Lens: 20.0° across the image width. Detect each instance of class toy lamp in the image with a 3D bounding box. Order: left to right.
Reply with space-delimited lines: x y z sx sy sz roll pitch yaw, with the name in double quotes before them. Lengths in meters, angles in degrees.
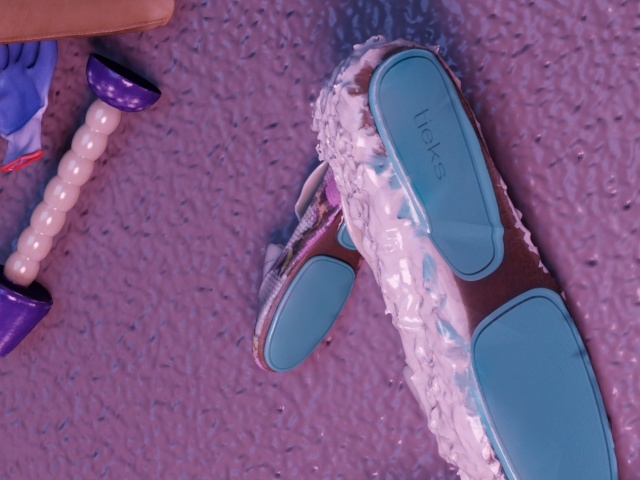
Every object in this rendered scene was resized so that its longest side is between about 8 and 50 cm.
"toy lamp" -0.231 -0.025 1.577 0.080 0.080 0.275 35 100 24

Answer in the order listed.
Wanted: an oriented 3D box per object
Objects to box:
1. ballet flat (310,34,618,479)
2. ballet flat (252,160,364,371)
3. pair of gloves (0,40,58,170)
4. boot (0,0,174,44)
"ballet flat" 0.102 0.043 1.375 0.147 0.147 0.409 -20 91 23
"ballet flat" 0.000 0.000 1.470 0.079 0.077 0.221 34 96 43
"pair of gloves" -0.303 -0.111 1.610 0.198 0.023 0.159 -25 56 34
"boot" -0.290 -0.249 1.524 0.236 0.269 0.089 63 146 13
